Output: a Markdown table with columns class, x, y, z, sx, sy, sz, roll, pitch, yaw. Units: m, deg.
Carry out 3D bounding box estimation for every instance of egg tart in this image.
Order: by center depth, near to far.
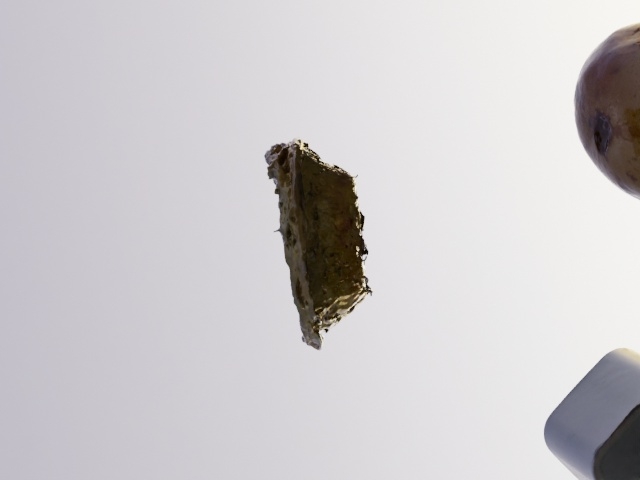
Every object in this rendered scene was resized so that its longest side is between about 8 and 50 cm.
| class | x | y | z | sx | sy | sz | roll | pitch | yaw |
| --- | --- | --- | --- | --- | --- | --- | --- | --- | --- |
| egg tart | 0.001 | -0.001 | 1.728 | 0.212 | 0.090 | 0.212 | -8 | -90 | -85 |

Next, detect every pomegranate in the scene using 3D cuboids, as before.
| class | x | y | z | sx | sy | sz | roll | pitch | yaw |
| --- | --- | --- | --- | --- | --- | --- | --- | --- | --- |
| pomegranate | 0.377 | -0.139 | 1.833 | 0.215 | 0.215 | 0.215 | 52 | -157 | -34 |

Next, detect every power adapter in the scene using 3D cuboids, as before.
| class | x | y | z | sx | sy | sz | roll | pitch | yaw |
| --- | --- | --- | --- | --- | --- | --- | --- | --- | --- |
| power adapter | 0.304 | 0.190 | 1.576 | 0.125 | 0.130 | 0.205 | 45 | 178 | -14 |
